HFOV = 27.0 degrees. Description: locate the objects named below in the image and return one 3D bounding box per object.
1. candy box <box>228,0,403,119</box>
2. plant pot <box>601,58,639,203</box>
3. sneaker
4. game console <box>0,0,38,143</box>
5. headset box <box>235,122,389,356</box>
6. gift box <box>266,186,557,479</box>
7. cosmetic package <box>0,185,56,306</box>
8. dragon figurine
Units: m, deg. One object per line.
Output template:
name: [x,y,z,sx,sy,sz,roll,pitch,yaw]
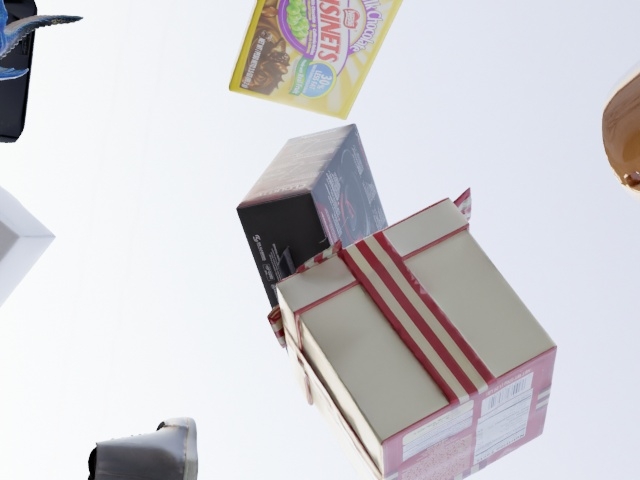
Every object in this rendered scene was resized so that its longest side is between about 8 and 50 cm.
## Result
candy box: [-0.001,-0.170,1.026,0.206,0.105,0.027,117,-18,-57]
plant pot: [0.488,-0.146,1.644,0.203,0.290,0.291,-22,-115,59]
sneaker: [-0.205,0.243,1.521,0.222,0.118,0.083,-149,-109,-79]
game console: [-0.531,-0.229,1.618,0.044,0.361,0.213,-131,-133,-58]
headset box: [0.000,0.000,1.754,0.293,0.110,0.218,-61,136,-62]
gift box: [0.106,0.108,1.483,0.258,0.255,0.276,55,-20,31]
cosmetic package: [-0.599,0.071,2.010,0.366,0.197,0.155,-52,173,8]
dragon figurine: [-0.391,-0.207,1.504,0.085,0.289,0.144,-24,-104,36]
